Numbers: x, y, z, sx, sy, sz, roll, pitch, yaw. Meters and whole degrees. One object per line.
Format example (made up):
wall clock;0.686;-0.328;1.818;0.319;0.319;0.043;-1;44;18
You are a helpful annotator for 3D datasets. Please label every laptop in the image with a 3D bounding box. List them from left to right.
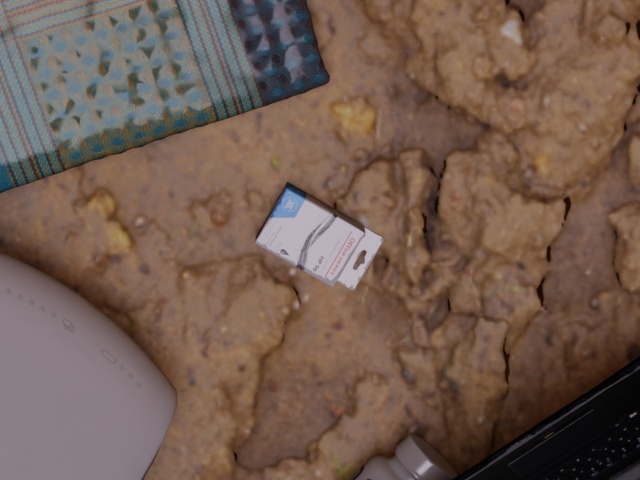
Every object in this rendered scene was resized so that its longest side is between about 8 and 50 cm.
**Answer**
laptop;0.204;0.225;1.350;0.234;0.264;0.136;-34;62;5

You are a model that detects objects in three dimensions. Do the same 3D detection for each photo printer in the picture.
photo printer;-0.261;0.161;1.310;0.256;0.107;0.307;34;79;-18

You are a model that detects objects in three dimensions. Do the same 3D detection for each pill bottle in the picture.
pill bottle;0.044;0.201;1.382;0.067;0.067;0.120;41;98;-7

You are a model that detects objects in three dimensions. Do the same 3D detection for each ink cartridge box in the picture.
ink cartridge box;0.000;0.000;1.364;0.083;0.028;0.048;29;99;-5

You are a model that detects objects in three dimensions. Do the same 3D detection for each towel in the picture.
towel;-0.206;-0.180;1.306;0.370;0.040;0.271;-18;101;-6
